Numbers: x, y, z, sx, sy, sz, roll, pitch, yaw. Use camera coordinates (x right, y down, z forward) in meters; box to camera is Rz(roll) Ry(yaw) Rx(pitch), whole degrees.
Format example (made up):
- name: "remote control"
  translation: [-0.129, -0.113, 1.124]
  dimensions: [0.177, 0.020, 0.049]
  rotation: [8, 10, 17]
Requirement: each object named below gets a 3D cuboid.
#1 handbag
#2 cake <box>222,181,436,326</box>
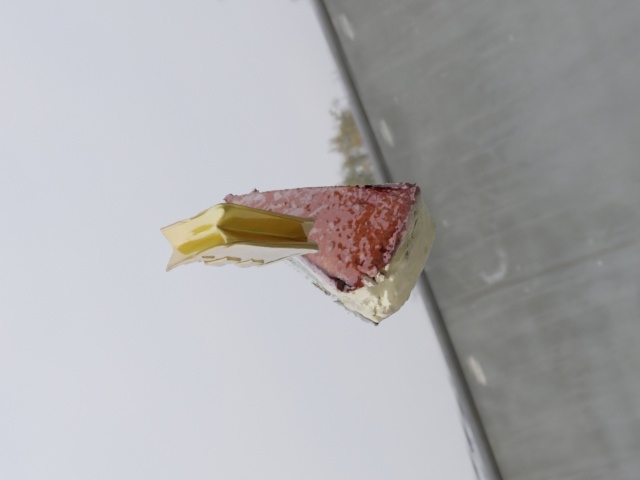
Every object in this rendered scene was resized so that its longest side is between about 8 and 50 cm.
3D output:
- name: "handbag"
  translation: [-0.047, 0.001, 0.663]
  dimensions: [0.083, 0.061, 0.027]
  rotation: [7, -111, -50]
- name: "cake"
  translation: [-0.004, 0.016, 1.027]
  dimensions: [0.086, 0.220, 0.117]
  rotation: [54, -136, -42]
